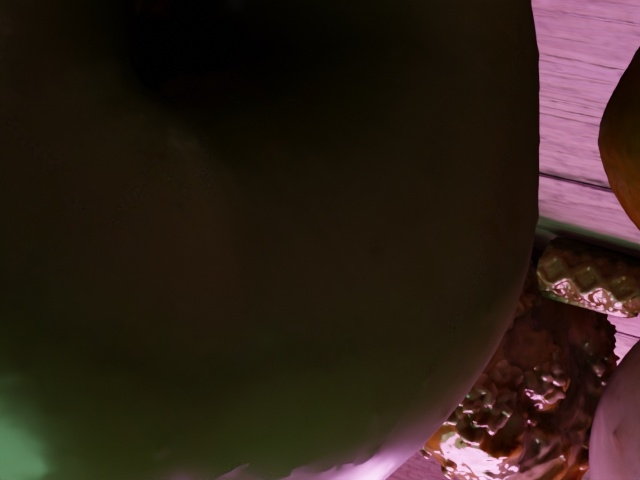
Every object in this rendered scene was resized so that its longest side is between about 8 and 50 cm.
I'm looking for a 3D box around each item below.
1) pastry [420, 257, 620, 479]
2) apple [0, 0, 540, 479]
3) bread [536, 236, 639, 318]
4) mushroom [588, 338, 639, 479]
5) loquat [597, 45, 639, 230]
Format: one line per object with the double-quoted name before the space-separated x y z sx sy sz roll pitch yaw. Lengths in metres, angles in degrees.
"pastry" 0.186 0.126 1.202 0.162 0.255 0.311 -17 140 43
"apple" -0.125 -0.061 0.610 0.473 0.474 0.473 22 165 6
"bread" 0.260 0.036 1.121 0.110 0.060 0.066 14 176 22
"mushroom" 0.428 0.215 1.097 0.362 0.294 0.362 22 126 34
"loquat" 0.261 -0.045 0.622 0.227 0.179 0.179 21 166 23
